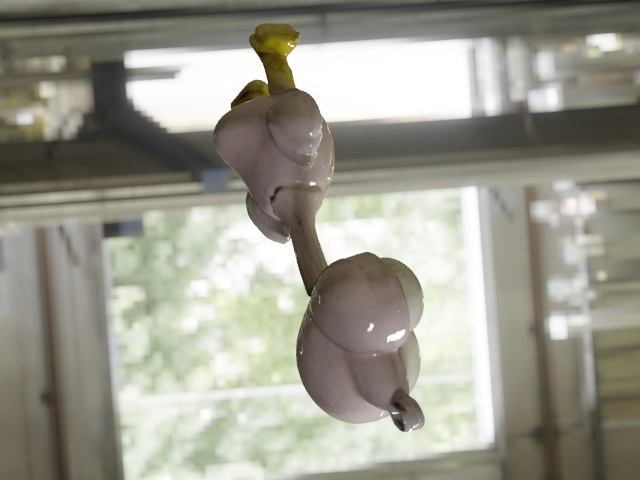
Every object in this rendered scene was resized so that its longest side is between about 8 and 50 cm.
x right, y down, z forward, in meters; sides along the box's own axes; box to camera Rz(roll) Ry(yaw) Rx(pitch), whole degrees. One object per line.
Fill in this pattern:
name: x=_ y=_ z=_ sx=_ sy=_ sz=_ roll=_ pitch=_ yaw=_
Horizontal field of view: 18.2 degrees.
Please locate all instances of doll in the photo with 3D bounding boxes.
doll: x=-0.001 y=0.000 z=1.568 sx=0.094 sy=0.365 sz=0.160 roll=-12 pitch=147 yaw=-23
